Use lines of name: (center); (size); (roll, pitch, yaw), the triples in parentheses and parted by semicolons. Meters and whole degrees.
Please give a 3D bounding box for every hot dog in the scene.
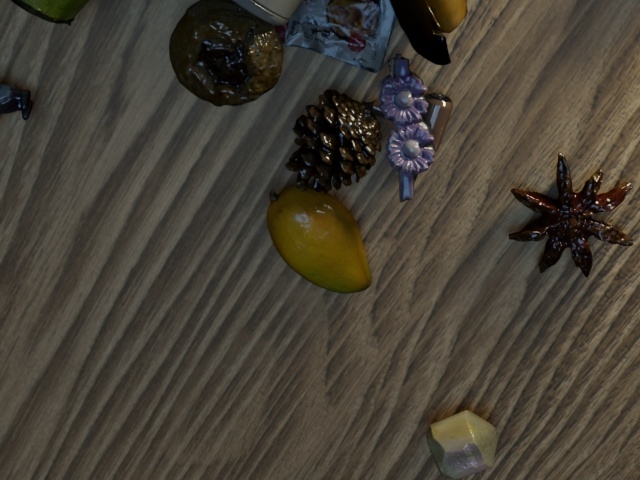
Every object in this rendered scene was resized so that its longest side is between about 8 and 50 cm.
hot dog: (0.203, -0.504, 1.706); (0.107, 0.194, 0.326); (-32, 132, -15)

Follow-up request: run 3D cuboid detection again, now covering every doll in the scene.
doll: (-0.734, -0.292, 1.848); (0.258, 0.153, 0.195); (-2, 148, 17)

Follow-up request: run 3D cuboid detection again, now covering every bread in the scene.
bread: (-0.189, -0.363, 1.789); (0.229, 0.123, 0.230); (7, 128, 9)

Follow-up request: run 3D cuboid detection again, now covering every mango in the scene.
mango: (0.000, 0.000, 1.953); (0.176, 0.119, 0.317); (-33, 115, 12)

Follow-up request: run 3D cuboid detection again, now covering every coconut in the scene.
coconut: (0.333, 0.466, 2.096); (0.152, 0.147, 0.147); (-22, 109, 15)

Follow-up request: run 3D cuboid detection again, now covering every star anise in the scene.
star anise: (0.529, -0.051, 1.915); (0.288, 0.088, 0.288); (1, 109, 2)

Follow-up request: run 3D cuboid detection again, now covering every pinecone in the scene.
pinecone: (0.022, -0.194, 1.842); (0.179, 0.184, 0.204); (39, 133, -17)

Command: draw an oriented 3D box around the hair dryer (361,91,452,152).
hair dryer: (0.170, -0.259, 1.869); (0.181, 0.064, 0.117); (18, 111, 2)

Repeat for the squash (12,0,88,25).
squash: (-0.436, -0.616, 1.655); (0.263, 0.263, 0.384); (43, 108, -13)

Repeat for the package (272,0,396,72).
package: (0.027, -0.438, 1.816); (0.239, 0.030, 0.154); (17, 100, 2)

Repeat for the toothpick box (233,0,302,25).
toothpick box: (-0.054, -0.573, 1.684); (0.229, 0.229, 0.316); (36, 107, -10)

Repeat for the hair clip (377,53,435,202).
hair clip: (0.172, -0.224, 1.819); (0.106, 0.084, 0.292); (-6, 101, 0)
